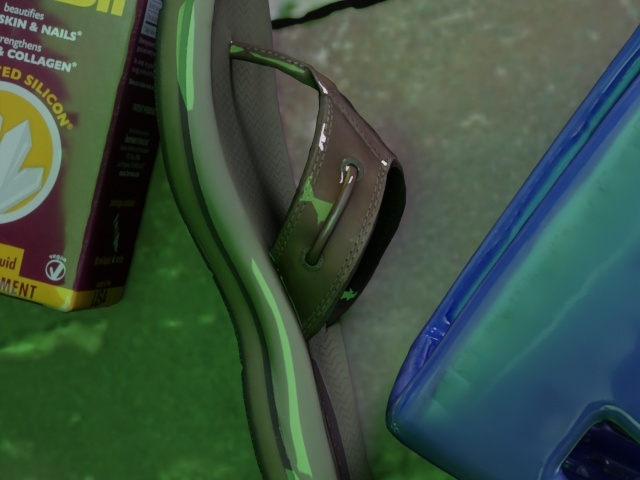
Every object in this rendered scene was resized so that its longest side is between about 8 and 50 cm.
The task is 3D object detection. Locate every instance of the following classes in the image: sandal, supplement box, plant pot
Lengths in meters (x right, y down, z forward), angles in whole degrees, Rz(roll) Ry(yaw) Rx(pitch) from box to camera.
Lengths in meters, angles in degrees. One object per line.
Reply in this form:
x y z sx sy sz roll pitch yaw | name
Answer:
0.001 0.001 0.781 0.086 0.120 0.303 -13 99 15 | sandal
-0.128 -0.071 0.815 0.104 0.081 0.188 14 94 9 | supplement box
0.177 0.027 0.693 0.212 0.236 0.236 37 96 1 | plant pot
